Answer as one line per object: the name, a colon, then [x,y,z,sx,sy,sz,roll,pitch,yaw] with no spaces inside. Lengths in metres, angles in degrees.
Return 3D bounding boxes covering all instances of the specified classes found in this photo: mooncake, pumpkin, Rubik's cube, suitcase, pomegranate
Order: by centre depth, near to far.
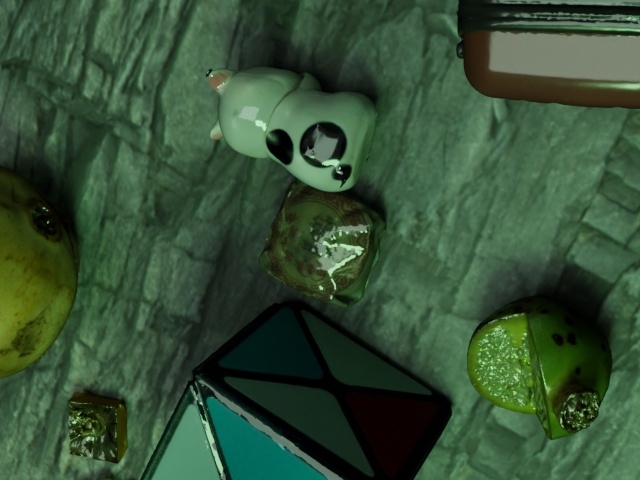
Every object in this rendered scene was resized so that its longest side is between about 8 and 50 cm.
suitcase: [0.255,-0.195,0.952,0.236,0.297,0.161,6,100,22]
pomegranate: [0.237,0.127,1.152,0.169,0.122,0.143,15,122,57]
Rubik's cube: [-0.036,0.251,1.248,0.248,0.250,0.246,31,116,11]
mooncake: [0.000,0.000,1.254,0.125,0.073,0.130,26,113,17]
pomegranate: [-0.407,0.038,1.348,0.260,0.260,0.260,7,108,22]
pumpkin: [-0.287,0.240,1.468,0.074,0.054,0.083,5,103,18]

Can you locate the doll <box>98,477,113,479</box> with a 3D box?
doll: [-0.221,0.442,1.483,0.117,0.086,0.291,-32,89,-12]

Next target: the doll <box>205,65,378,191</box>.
doll: [-0.026,-0.122,1.211,0.180,0.107,0.110,27,133,20]
